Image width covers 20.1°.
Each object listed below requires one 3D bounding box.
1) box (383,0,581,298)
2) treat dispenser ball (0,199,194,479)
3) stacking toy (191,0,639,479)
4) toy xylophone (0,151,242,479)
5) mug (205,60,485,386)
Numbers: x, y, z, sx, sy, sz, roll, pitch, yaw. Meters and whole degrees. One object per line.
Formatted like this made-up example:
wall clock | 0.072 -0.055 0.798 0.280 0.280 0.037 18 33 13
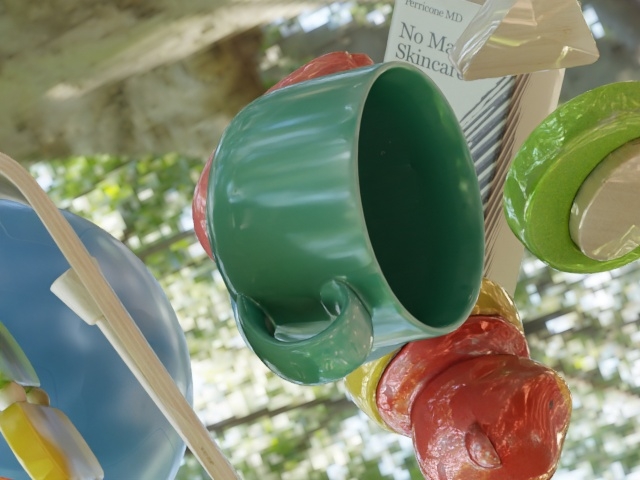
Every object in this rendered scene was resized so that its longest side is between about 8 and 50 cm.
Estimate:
box | 0.099 -0.055 1.331 0.094 0.113 0.275 -24 -52 -54
treat dispenser ball | -0.237 0.111 1.312 0.288 0.288 0.288 37 -139 -40
stacking toy | 0.102 0.011 1.029 0.309 0.279 0.130 42 -167 -44
toy xylophone | -0.096 0.091 0.821 0.322 0.081 0.236 55 175 13
mug | 0.000 -0.009 0.834 0.158 0.097 0.129 -20 -81 -60
